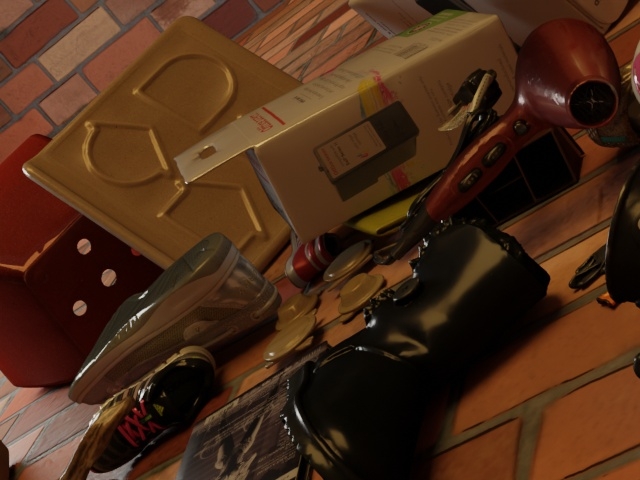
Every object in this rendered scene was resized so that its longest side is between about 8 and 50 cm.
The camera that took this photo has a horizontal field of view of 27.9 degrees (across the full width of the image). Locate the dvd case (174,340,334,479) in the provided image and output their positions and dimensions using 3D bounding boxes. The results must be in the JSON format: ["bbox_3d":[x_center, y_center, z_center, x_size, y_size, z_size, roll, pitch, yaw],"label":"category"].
[{"bbox_3d":[-0.065,0.185,1.108,0.164,0.018,0.221,-34,17,21],"label":"dvd case"}]

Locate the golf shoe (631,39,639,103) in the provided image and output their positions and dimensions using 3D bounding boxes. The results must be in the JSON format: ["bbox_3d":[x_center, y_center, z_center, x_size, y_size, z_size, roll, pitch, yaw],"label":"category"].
[{"bbox_3d":[0.305,-0.166,0.905,0.306,0.115,0.140,-41,3,-26],"label":"golf shoe"}]

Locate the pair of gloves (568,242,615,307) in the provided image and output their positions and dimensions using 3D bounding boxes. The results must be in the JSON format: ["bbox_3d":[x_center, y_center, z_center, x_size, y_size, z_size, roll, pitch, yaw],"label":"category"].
[{"bbox_3d":[0.216,0.014,0.923,0.074,0.010,0.083,-42,15,-2],"label":"pair of gloves"}]

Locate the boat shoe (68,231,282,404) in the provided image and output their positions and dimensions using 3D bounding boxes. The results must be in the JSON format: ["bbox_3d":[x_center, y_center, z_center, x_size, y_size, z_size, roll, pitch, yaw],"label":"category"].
[{"bbox_3d":[-0.172,0.109,1.421,0.320,0.103,0.118,-40,17,36],"label":"boat shoe"}]

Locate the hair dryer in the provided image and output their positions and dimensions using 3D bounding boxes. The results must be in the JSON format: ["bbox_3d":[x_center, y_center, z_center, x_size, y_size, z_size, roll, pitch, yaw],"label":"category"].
[{"bbox_3d":[0.161,-0.080,1.046,0.224,0.080,0.293,-64,11,-23],"label":"hair dryer"}]

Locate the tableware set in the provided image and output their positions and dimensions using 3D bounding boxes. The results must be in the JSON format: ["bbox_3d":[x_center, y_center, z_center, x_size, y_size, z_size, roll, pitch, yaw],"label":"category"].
[{"bbox_3d":[0.003,0.061,1.279,0.141,0.020,0.169,-37,15,11],"label":"tableware set"}]

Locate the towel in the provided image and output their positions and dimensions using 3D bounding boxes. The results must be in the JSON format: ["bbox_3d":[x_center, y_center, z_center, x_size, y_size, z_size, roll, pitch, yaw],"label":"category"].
[{"bbox_3d":[0.064,-0.036,1.346,0.102,0.021,0.237,-27,13,-12],"label":"towel"}]

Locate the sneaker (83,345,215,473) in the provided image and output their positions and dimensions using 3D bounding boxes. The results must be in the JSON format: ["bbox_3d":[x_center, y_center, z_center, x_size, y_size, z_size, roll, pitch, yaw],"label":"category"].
[{"bbox_3d":[-0.171,0.171,1.305,0.170,0.063,0.075,-39,9,-12],"label":"sneaker"}]

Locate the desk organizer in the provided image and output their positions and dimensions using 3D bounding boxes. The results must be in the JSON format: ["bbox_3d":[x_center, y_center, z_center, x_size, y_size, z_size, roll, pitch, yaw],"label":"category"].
[{"bbox_3d":[0.167,-0.052,1.150,0.130,0.047,0.050,-31,21,32],"label":"desk organizer"}]

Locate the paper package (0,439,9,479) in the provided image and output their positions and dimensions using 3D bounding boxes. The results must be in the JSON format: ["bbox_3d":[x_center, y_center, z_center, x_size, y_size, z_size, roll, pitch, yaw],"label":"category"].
[{"bbox_3d":[-0.510,0.242,1.454,0.168,0.309,0.325,-42,17,-2],"label":"paper package"}]

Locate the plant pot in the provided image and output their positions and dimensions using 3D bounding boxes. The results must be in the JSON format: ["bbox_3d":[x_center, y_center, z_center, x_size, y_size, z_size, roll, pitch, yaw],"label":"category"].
[{"bbox_3d":[-0.344,0.037,1.748,0.235,0.267,0.267,6,48,51],"label":"plant pot"}]

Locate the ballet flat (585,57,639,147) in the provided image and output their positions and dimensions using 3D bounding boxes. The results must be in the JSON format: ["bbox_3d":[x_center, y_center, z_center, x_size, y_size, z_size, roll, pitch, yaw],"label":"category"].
[{"bbox_3d":[0.307,-0.152,1.074,0.206,0.073,0.067,-50,29,-3],"label":"ballet flat"}]

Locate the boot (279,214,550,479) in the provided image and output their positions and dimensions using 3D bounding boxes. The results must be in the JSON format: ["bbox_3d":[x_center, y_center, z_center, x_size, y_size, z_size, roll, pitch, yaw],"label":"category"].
[{"bbox_3d":[0.074,0.079,0.926,0.207,0.094,0.246,-44,9,4],"label":"boot"}]

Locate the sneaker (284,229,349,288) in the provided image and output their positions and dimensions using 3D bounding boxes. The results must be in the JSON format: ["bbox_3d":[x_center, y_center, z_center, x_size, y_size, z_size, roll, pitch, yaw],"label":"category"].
[{"bbox_3d":[0.000,0.000,1.405,0.067,0.042,0.118,-37,22,24],"label":"sneaker"}]

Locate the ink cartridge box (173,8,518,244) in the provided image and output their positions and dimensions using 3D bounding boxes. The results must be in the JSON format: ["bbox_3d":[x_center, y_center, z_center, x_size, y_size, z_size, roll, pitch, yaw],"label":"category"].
[{"bbox_3d":[0.030,-0.111,1.365,0.353,0.119,0.207,-28,15,-3],"label":"ink cartridge box"}]

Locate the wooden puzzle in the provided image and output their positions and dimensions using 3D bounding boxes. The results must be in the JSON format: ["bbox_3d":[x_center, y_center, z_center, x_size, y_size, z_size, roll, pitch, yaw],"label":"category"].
[{"bbox_3d":[-0.146,-0.102,1.637,0.348,0.322,0.080,-48,-18,-30],"label":"wooden puzzle"}]

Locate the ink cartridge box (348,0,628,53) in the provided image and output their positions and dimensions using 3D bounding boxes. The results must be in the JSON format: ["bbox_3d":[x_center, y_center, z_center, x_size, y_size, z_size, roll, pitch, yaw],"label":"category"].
[{"bbox_3d":[0.239,-0.377,1.542,0.285,0.166,0.395,-59,20,-12],"label":"ink cartridge box"}]

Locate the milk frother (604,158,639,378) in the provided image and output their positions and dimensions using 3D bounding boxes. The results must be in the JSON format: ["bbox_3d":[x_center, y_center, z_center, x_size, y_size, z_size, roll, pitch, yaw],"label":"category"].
[{"bbox_3d":[0.240,0.024,0.706,0.134,0.129,0.143,15,16,30],"label":"milk frother"}]

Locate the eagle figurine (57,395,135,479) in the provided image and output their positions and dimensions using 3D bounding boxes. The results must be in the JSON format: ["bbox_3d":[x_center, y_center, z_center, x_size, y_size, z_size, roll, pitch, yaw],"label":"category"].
[{"bbox_3d":[-0.150,0.282,0.827,0.298,0.225,0.226,46,131,46],"label":"eagle figurine"}]
